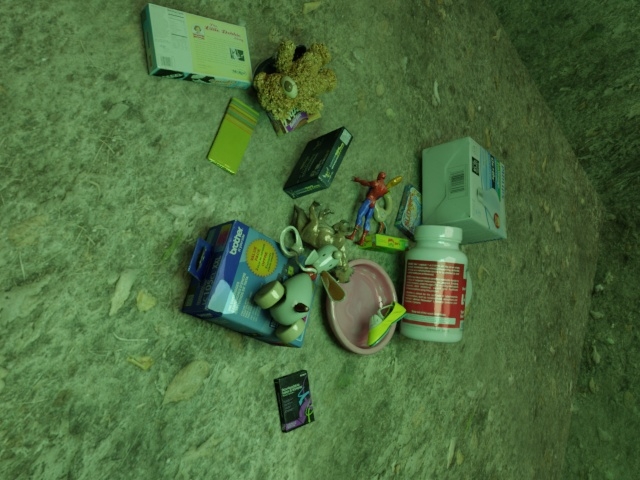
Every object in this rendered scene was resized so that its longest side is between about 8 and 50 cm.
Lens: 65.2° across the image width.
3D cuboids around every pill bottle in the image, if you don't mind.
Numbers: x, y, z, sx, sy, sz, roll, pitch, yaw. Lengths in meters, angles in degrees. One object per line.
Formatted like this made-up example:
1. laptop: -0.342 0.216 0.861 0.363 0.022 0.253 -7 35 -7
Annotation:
1. pill bottle: 0.417 0.155 1.831 0.229 0.229 0.407 7 87 -41

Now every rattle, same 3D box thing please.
1. rattle: 0.266 -0.125 1.904 0.130 0.143 0.199 30 55 -55

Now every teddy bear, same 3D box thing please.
1. teddy bear: -0.056 -0.520 1.616 0.338 0.113 0.245 -22 119 -46

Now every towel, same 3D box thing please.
1. towel: -0.269 -0.324 1.545 0.102 0.021 0.237 29 64 -28

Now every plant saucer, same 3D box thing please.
1. plant saucer: 0.135 0.230 1.749 0.332 0.084 0.332 9 76 -41

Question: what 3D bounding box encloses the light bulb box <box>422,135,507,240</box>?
1. light bulb box: 0.619 -0.196 2.144 0.361 0.225 0.357 18 70 -46

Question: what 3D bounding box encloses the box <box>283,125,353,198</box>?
1. box: -0.008 -0.255 1.650 0.059 0.183 0.232 42 58 -27

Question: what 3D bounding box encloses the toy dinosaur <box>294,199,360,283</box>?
1. toy dinosaur: 0.000 0.000 1.609 0.296 0.127 0.200 35 94 9

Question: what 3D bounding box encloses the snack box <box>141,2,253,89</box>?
1. snack box: -0.356 -0.566 1.485 0.322 0.060 0.187 -5 85 -42

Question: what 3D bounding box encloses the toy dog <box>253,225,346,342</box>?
1. toy dog: -0.031 0.118 1.372 0.220 0.161 0.333 38 58 -30

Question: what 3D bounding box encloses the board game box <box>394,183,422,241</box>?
1. board game box: 0.380 -0.112 2.067 0.136 0.035 0.201 36 59 -31

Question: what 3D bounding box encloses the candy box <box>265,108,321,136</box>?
1. candy box: -0.092 -0.435 1.700 0.187 0.053 0.109 -36 105 -41

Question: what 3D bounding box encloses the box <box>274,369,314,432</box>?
1. box: -0.079 0.492 1.542 0.116 0.029 0.162 -7 85 -42

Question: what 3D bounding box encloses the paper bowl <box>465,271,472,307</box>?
1. paper bowl: 0.511 0.191 2.050 0.284 0.148 0.284 9 76 -42

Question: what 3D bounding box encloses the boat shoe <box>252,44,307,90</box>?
1. boat shoe: -0.132 -0.581 1.675 0.254 0.079 0.095 -47 116 -36

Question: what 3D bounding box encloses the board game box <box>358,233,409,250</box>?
1. board game box: 0.238 0.014 1.877 0.181 0.092 0.043 9 75 -40

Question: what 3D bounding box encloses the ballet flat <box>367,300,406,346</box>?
1. ballet flat: 0.211 0.278 1.712 0.231 0.077 0.077 -32 82 -44

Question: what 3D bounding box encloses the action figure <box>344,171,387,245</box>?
1. action figure: 0.153 -0.131 1.845 0.091 0.139 0.280 29 85 -38

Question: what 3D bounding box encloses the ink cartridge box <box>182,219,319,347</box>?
1. ink cartridge box: -0.210 0.121 1.423 0.395 0.151 0.269 29 64 -33
